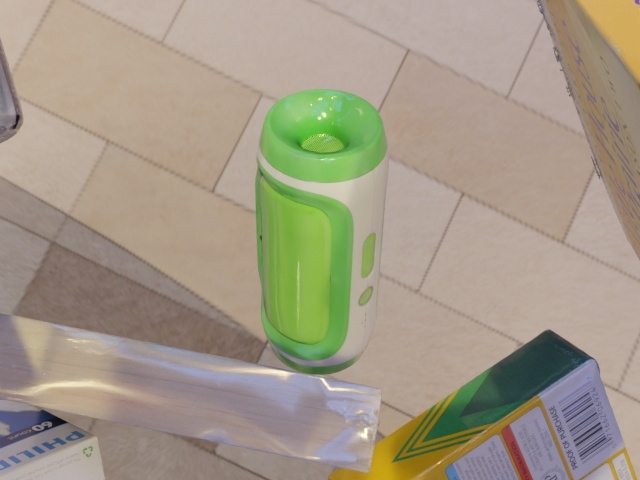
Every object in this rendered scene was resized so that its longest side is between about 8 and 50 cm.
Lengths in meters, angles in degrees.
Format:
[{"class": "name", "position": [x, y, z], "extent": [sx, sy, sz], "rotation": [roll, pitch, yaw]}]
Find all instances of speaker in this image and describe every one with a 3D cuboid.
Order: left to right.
[{"class": "speaker", "position": [0.000, 0.000, 1.060], "extent": [0.131, 0.296, 0.131], "rotation": [1, 43, -1]}]

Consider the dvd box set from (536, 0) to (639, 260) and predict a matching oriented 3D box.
[{"class": "dvd box set", "position": [0.233, 0.023, 0.559], "extent": [0.062, 0.307, 0.420], "rotation": [-25, 41, 9]}]

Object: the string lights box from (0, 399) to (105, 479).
[{"class": "string lights box", "position": [-0.292, 0.180, 0.844], "extent": [0.133, 0.260, 0.076], "rotation": [-19, 109, -39]}]

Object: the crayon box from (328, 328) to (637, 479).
[{"class": "crayon box", "position": [0.150, 0.260, 1.051], "extent": [0.323, 0.083, 0.203], "rotation": [-32, 119, -11]}]

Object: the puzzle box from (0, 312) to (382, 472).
[{"class": "puzzle box", "position": [-0.097, 0.110, 0.812], "extent": [0.272, 0.409, 0.052], "rotation": [12, 83, 1]}]

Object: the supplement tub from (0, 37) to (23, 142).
[{"class": "supplement tub", "position": [-0.233, -0.131, 0.539], "extent": [0.117, 0.117, 0.190], "rotation": [-17, 95, -9]}]
